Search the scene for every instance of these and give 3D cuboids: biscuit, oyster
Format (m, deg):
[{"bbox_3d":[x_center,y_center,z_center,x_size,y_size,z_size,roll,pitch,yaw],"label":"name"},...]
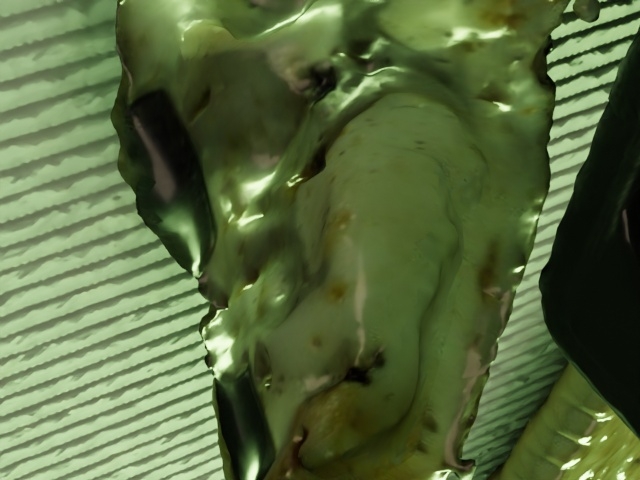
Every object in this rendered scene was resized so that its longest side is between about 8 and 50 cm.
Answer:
[{"bbox_3d":[0.158,0.116,0.790,0.217,0.044,0.325,-14,145,-31],"label":"biscuit"},{"bbox_3d":[0.003,-0.001,0.449,0.128,0.079,0.345,-18,141,-18],"label":"oyster"}]

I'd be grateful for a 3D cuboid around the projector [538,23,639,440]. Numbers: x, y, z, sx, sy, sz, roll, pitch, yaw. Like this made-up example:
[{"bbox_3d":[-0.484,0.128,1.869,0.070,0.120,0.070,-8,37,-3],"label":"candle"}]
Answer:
[{"bbox_3d":[0.305,-0.100,0.381,0.405,0.242,0.395,-28,149,-30],"label":"projector"}]
